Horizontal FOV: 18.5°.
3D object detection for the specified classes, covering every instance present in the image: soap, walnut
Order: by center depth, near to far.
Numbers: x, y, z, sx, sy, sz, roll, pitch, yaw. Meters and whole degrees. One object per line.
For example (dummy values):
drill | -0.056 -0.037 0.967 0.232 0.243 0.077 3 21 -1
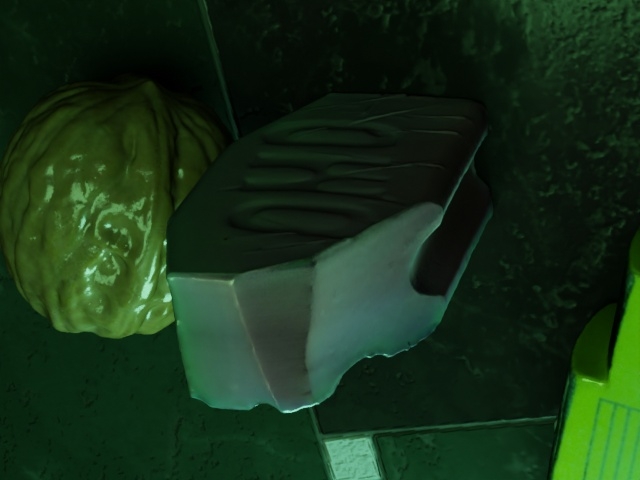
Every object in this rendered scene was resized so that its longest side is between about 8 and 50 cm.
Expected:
soap | 0.000 0.000 1.424 0.193 0.324 0.109 3 117 17
walnut | -0.157 -0.032 1.541 0.213 0.213 0.213 7 117 14

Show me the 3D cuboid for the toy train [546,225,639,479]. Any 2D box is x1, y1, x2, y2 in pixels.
toy train | 0.310 0.181 1.509 0.272 0.179 0.442 16 120 17
